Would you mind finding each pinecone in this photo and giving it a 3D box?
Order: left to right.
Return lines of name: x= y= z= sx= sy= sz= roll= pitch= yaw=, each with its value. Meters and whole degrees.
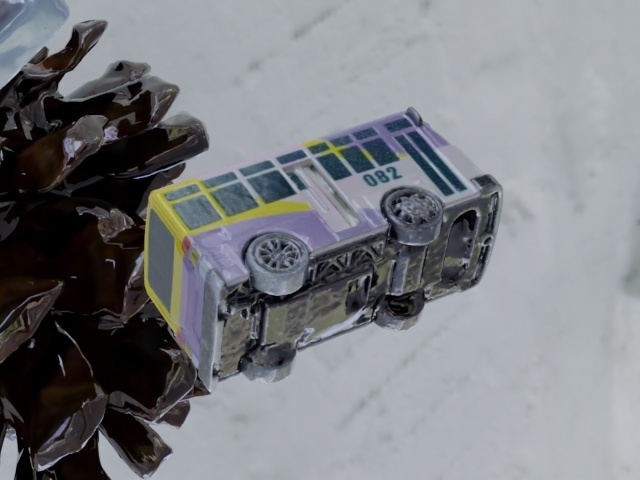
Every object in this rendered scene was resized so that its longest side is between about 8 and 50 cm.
pinecone: x=-0.235 y=0.029 z=1.150 sx=0.397 sy=0.397 sz=0.398 roll=-27 pitch=-55 yaw=-46

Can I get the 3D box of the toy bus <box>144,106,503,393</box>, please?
toy bus: x=0.000 y=0.000 z=0.524 sx=0.102 sy=0.058 sz=0.052 roll=-20 pitch=-39 yaw=-26

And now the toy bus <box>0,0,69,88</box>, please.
toy bus: x=-0.226 y=-0.171 z=0.737 sx=0.109 sy=0.136 sz=0.330 roll=-47 pitch=-25 yaw=-2
